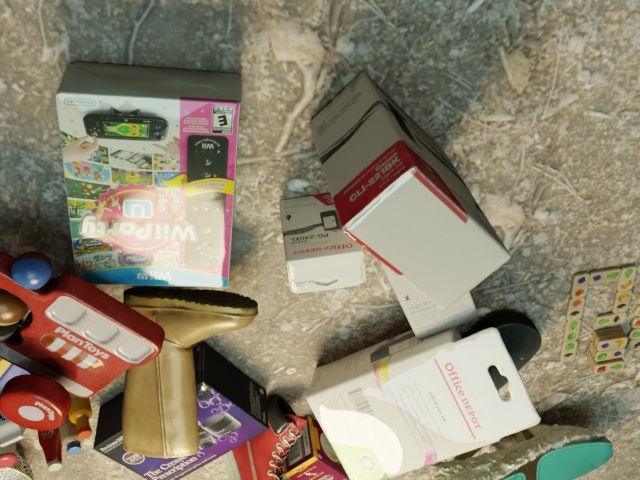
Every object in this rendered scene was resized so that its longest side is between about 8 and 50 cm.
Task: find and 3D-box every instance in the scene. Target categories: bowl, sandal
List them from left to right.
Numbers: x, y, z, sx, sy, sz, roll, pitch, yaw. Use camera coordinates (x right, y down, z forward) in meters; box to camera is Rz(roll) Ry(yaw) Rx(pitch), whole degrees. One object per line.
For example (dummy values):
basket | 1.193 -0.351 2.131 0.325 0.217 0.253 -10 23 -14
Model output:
bowl | -0.622 0.445 1.296 0.170 0.080 0.170 -4 129 -5
sandal | 0.261 0.321 1.320 0.167 0.107 0.446 17 123 -21

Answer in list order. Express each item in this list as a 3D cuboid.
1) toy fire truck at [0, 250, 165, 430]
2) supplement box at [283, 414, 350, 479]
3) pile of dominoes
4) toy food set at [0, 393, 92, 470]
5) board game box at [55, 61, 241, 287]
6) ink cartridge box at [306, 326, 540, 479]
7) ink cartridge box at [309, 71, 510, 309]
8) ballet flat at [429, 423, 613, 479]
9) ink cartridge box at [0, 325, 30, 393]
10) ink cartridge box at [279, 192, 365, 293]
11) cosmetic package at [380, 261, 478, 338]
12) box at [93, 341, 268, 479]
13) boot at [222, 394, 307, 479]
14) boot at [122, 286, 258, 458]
toy fire truck | -0.409 0.119 0.985 0.302 0.169 0.253 39 124 -24
supplement box | 0.010 0.453 1.386 0.080 0.104 0.188 -36 125 18
pile of dominoes | 0.562 0.151 1.279 0.195 0.040 0.251 -10 129 -1
toy food set | -0.507 0.353 1.203 0.232 0.105 0.111 -22 140 -9
board game box | -0.228 -0.080 0.941 0.223 0.098 0.304 2 128 -10
ink cartridge box | 0.179 0.273 1.204 0.353 0.119 0.207 -24 101 16
ink cartridge box | 0.105 -0.073 0.887 0.114 0.273 0.197 -42 123 18
ballet flat | 0.411 0.452 1.422 0.408 0.147 0.147 -15 130 -13
ink cartridge box | -0.627 0.226 1.136 0.307 0.072 0.303 31 117 -26
ink cartridge box | 0.000 0.000 1.002 0.109 0.151 0.063 -8 129 -3
cosmetic package | 0.167 0.045 1.107 0.117 0.086 0.231 -23 129 9
box | -0.254 0.327 1.252 0.261 0.103 0.184 -33 123 16
boot | -0.080 0.425 1.275 0.176 0.244 0.088 -31 157 14
boot | -0.211 0.215 1.094 0.236 0.089 0.270 4 100 17
